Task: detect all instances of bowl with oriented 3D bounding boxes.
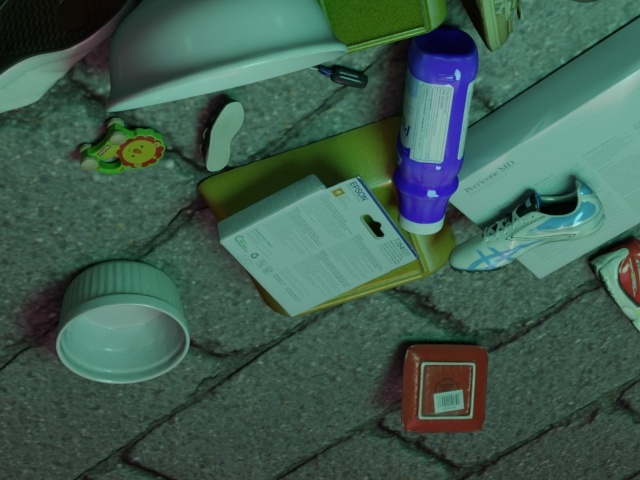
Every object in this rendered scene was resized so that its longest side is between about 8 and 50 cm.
[{"bbox_3d":[-0.125,-0.250,1.337,0.298,0.298,0.134,-13,95,3],"label":"bowl"}]

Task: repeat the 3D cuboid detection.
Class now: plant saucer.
[{"bbox_3d":[0.026,-0.008,1.731,0.333,0.081,0.333,-18,139,8],"label":"plant saucer"},{"bbox_3d":[0.064,-0.300,1.408,0.188,0.045,0.188,-15,150,4],"label":"plant saucer"}]

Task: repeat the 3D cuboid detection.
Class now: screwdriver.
[{"bbox_3d":[-0.015,-0.234,1.515,0.170,0.024,0.025,16,103,-19],"label":"screwdriver"}]

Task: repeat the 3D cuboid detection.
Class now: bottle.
[{"bbox_3d":[0.151,-0.142,1.537,0.092,0.118,0.283,4,125,-1],"label":"bottle"}]

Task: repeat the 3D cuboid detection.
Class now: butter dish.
[{"bbox_3d":[0.210,0.260,2.055,0.160,0.118,0.160,2,94,-15],"label":"butter dish"}]

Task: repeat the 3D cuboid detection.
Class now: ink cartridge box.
[{"bbox_3d":[0.000,0.000,1.638,0.224,0.045,0.223,-24,138,14],"label":"ink cartridge box"}]

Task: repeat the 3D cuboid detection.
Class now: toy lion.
[{"bbox_3d":[-0.270,-0.124,1.576,0.100,0.034,0.096,-36,141,27],"label":"toy lion"}]

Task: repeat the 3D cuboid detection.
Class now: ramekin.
[{"bbox_3d":[-0.312,0.123,1.785,0.207,0.109,0.207,-6,138,-5],"label":"ramekin"}]

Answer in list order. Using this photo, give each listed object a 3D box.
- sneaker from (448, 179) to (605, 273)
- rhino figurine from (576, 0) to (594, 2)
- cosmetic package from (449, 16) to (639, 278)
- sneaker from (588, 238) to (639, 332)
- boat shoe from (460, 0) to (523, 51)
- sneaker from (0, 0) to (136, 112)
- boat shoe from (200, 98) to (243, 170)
[{"bbox_3d":[0.290,-0.020,1.643,0.237,0.085,0.086,-22,110,20],"label":"sneaker"},{"bbox_3d":[0.303,-0.381,1.373,0.106,0.073,0.243,-31,134,17],"label":"rhino figurine"},{"bbox_3d":[0.396,-0.125,1.663,0.377,0.097,0.284,-32,136,24],"label":"cosmetic package"},{"bbox_3d":[0.569,0.091,1.945,0.118,0.107,0.279,-36,136,14],"label":"sneaker"},{"bbox_3d":[0.211,-0.333,1.368,0.089,0.104,0.285,-26,153,0],"label":"boat shoe"},{"bbox_3d":[-0.346,-0.243,1.397,0.290,0.106,0.123,-28,172,7],"label":"sneaker"},{"bbox_3d":[-0.139,-0.151,1.565,0.046,0.038,0.125,-13,144,-27],"label":"boat shoe"}]
